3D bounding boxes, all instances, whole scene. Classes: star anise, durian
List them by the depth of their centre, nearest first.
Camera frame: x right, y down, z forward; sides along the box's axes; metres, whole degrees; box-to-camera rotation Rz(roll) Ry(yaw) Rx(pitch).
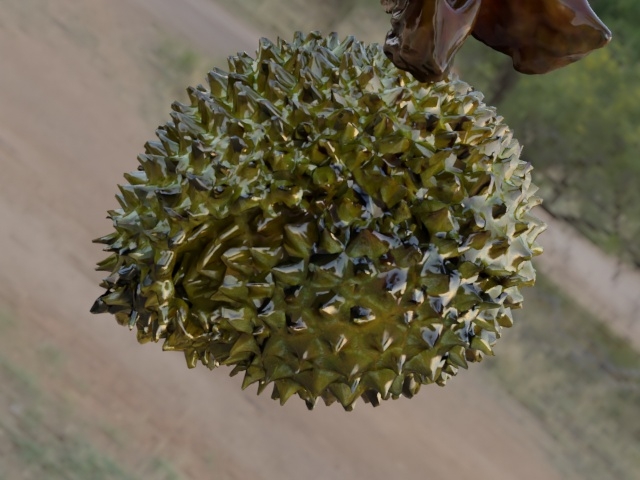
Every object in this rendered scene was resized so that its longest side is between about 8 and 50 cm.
[{"bbox_3d":[0.068,-0.156,0.941,0.212,0.111,0.196,24,24,-46],"label":"star anise"},{"bbox_3d":[0.003,-0.010,1.123,0.293,0.258,0.258,9,6,1],"label":"durian"}]
